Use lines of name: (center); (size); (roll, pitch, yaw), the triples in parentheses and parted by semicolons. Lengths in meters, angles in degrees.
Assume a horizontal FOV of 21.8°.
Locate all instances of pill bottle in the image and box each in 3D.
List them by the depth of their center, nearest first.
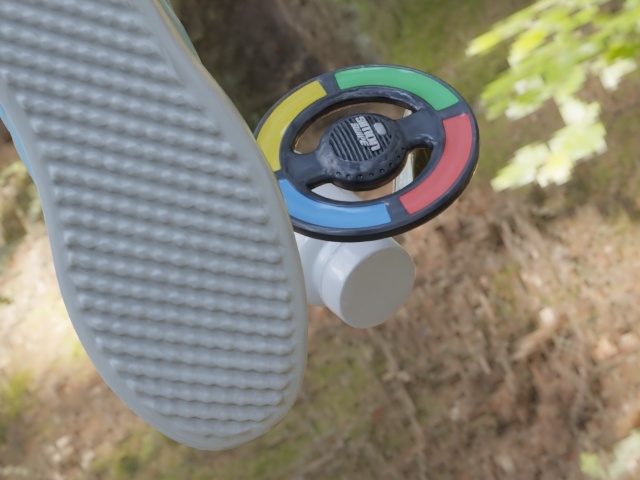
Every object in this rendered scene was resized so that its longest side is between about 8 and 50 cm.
pill bottle: (0.000, 0.000, 1.868); (0.131, 0.131, 0.229); (-34, 43, -16)

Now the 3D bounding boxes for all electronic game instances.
electronic game: (0.041, -0.088, 1.618); (0.229, 0.048, 0.229); (-6, 48, 7)

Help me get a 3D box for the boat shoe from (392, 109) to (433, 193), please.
boat shoe: (0.099, -0.098, 1.852); (0.045, 0.050, 0.135); (-20, 52, 39)

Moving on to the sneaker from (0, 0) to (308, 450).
sneaker: (-0.106, -0.064, 0.925); (0.135, 0.366, 0.150); (-21, 15, 2)
